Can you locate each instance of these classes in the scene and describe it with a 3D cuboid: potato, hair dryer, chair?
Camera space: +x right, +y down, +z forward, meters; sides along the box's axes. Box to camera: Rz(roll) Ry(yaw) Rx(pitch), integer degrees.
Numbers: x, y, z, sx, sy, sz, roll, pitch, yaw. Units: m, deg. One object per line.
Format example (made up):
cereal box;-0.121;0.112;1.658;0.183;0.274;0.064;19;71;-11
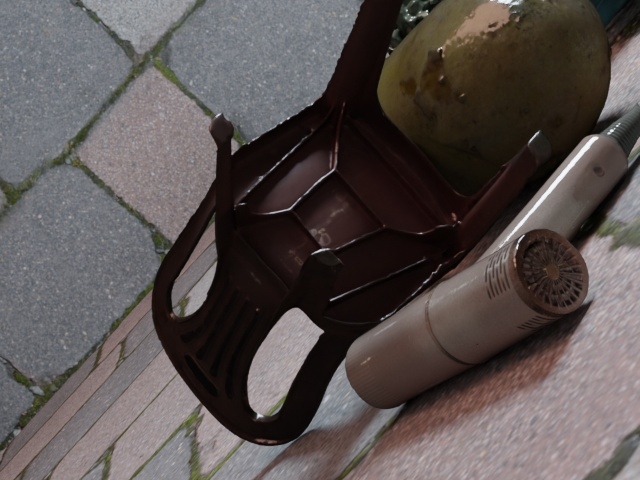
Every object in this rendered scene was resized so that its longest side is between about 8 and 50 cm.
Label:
potato;0.118;-0.107;1.146;0.165;0.165;0.262;-50;5;-16
hair dryer;0.123;-0.003;0.951;0.220;0.054;0.195;-52;8;-36
chair;0.000;0.000;1.081;0.183;0.175;0.326;-34;-13;-25

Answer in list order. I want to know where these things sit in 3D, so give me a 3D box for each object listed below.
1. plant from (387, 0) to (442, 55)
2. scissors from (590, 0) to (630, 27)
plant;0.146;-0.244;1.775;0.129;0.132;0.194;-50;2;6
scissors;0.317;-0.295;1.435;0.393;0.032;0.180;-47;15;1
